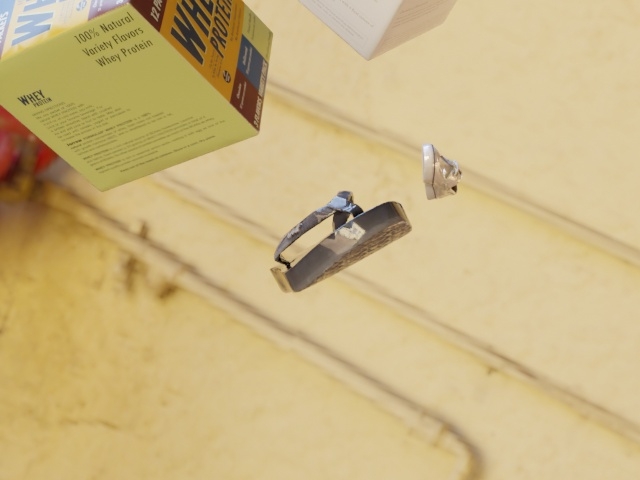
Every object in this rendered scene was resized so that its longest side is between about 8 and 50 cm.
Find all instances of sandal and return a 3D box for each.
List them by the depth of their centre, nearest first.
[{"bbox_3d":[-0.001,0.000,1.255,0.054,0.097,0.254,62,-16,-1],"label":"sandal"}]

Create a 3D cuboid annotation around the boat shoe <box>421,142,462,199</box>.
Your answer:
[{"bbox_3d":[0.110,-0.062,1.424,0.035,0.035,0.100,-4,-21,6],"label":"boat shoe"}]

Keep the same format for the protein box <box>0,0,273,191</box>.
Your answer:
[{"bbox_3d":[-0.187,-0.180,1.518,0.201,0.200,0.136,44,39,-41],"label":"protein box"}]

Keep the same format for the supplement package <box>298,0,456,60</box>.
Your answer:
[{"bbox_3d":[0.099,-0.379,1.751,0.177,0.293,0.175,43,41,13],"label":"supplement package"}]
